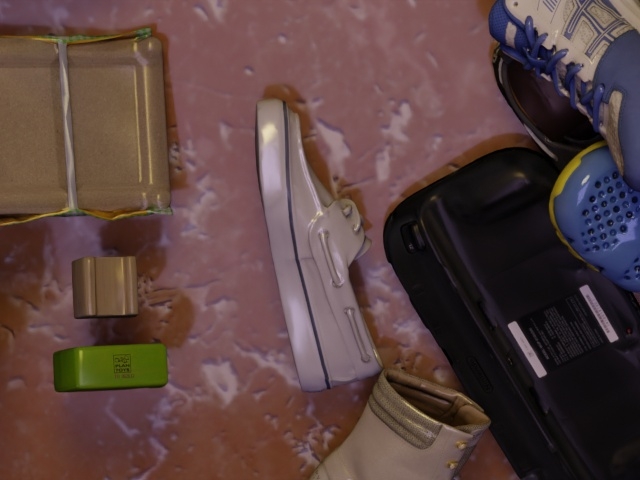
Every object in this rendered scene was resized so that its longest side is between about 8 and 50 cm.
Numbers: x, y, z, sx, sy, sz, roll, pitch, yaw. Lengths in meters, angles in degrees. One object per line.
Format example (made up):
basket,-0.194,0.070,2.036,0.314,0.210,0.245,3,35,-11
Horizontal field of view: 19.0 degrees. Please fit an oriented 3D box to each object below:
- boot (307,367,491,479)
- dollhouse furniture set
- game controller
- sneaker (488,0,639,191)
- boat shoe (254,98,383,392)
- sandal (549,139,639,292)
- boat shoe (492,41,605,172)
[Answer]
boot,0.105,0.219,1.630,0.213,0.077,0.165,32,114,0
dollhouse furniture set,-0.237,-0.018,1.621,0.198,0.151,0.301,-1,84,-18
game controller,0.189,0.081,1.617,0.166,0.067,0.319,-30,99,11
sneaker,0.199,-0.145,1.486,0.131,0.296,0.112,-7,140,-5
boat shoe,0.000,0.000,1.607,0.084,0.095,0.258,-11,111,0
sandal,0.326,0.021,1.530,0.317,0.138,0.126,26,100,-20
boat shoe,0.226,-0.076,1.583,0.084,0.079,0.233,-40,98,7
